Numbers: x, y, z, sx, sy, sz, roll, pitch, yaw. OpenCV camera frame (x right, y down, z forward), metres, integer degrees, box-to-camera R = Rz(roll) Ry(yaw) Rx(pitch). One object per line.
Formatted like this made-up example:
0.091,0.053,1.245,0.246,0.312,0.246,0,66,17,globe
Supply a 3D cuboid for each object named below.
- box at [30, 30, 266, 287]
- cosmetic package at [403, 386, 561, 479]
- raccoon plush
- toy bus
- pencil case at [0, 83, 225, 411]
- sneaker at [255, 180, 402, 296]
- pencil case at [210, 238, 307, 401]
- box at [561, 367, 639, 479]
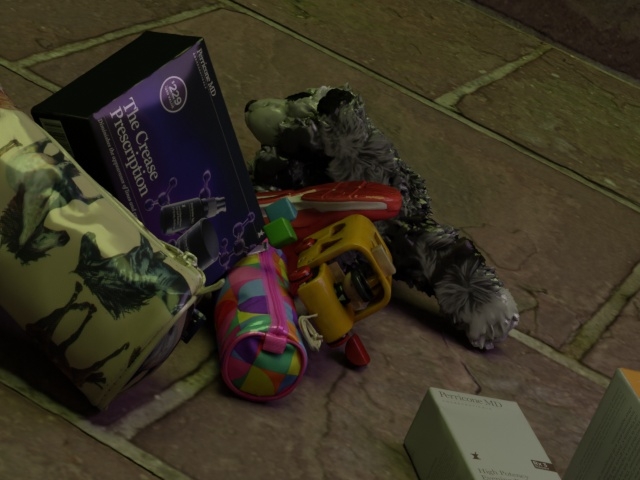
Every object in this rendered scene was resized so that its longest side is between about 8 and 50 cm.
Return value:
-0.181,-0.072,1.842,0.103,0.261,0.184,10,40,39,box
0.180,0.255,1.753,0.117,0.085,0.231,11,27,-22,cosmetic package
0.065,-0.030,2.227,0.446,0.216,0.299,52,11,-2,raccoon plush
0.033,0.042,1.914,0.191,0.104,0.202,43,22,-59,toy bus
-0.293,-0.030,1.708,0.410,0.183,0.160,46,-8,4,pencil case
0.000,0.000,2.051,0.221,0.128,0.087,-3,14,23,sneaker
-0.074,0.081,1.885,0.104,0.104,0.236,14,27,-16,pencil case
0.426,0.308,1.738,0.215,0.168,0.345,12,26,-20,box
